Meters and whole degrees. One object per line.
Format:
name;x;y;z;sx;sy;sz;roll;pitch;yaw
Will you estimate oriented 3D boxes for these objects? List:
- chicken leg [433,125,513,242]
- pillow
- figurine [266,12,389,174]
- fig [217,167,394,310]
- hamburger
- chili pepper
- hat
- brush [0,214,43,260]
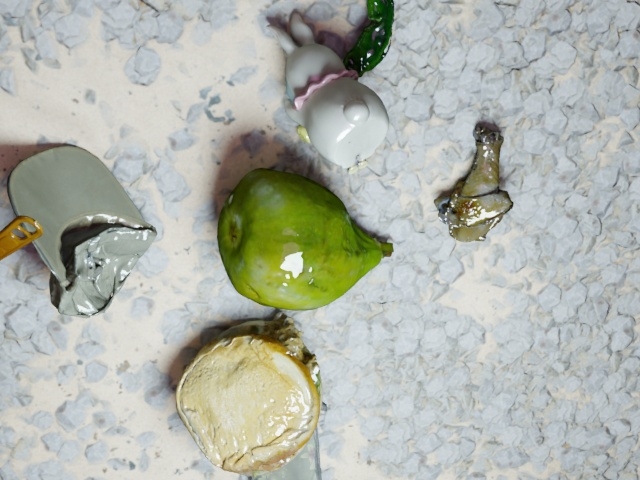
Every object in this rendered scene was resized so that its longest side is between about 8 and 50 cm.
chicken leg;0.275;-0.088;1.652;0.125;0.080;0.196;27;102;-9
pillow;-0.071;0.383;1.766;0.169;0.059;0.255;-3;112;-4
figurine;0.002;-0.230;1.499;0.127;0.235;0.155;-32;154;-3
fig;-0.012;0.014;1.540;0.314;0.233;0.233;19;106;-14
hamburger;-0.115;0.258;1.636;0.243;0.146;0.286;13;89;6
chili pepper;0.080;-0.344;1.516;0.073;0.050;0.182;4;108;-8
hat;-0.390;-0.009;1.505;0.244;0.214;0.149;50;131;3
brush;-0.493;0.021;1.436;0.090;0.017;0.314;37;141;-25
